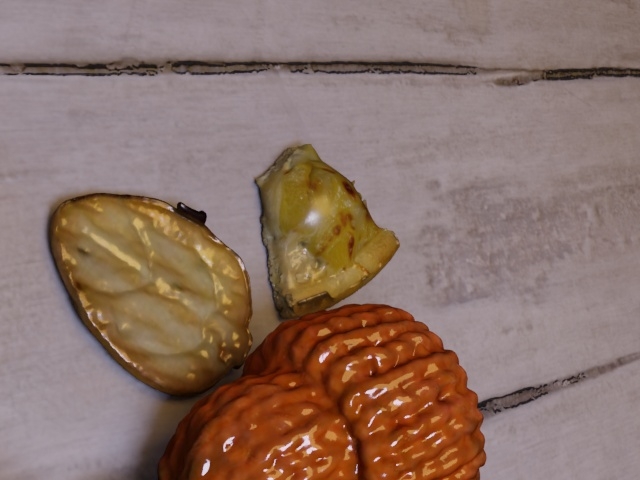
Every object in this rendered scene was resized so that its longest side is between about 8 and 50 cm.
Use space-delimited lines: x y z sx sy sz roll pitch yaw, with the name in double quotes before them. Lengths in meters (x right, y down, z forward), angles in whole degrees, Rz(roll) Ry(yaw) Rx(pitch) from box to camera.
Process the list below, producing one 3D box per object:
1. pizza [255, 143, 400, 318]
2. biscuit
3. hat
"pizza" -0.002 -0.009 1.293 0.188 0.081 0.204 52 48 -11
"biscuit" -0.173 0.047 1.145 0.260 0.041 0.203 39 53 -22
"hat" -0.063 0.212 1.049 0.400 0.285 0.285 -6 76 -27
